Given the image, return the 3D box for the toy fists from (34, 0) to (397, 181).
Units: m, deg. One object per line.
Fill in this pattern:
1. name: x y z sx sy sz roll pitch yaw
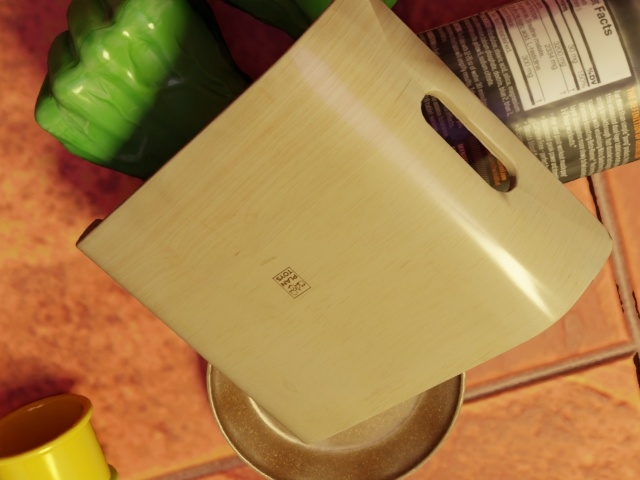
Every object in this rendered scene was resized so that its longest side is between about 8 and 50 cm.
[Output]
1. toy fists: -0.070 -0.157 0.762 0.279 0.096 0.142 -39 144 11

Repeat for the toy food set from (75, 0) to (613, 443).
1. toy food set: 0.000 0.000 0.744 0.220 0.092 0.306 43 135 -12

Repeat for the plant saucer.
1. plant saucer: 0.012 0.103 0.892 0.199 0.036 0.198 0 106 0

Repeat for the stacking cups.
1. stacking cups: -0.167 0.279 0.920 0.096 0.096 0.316 -19 109 5

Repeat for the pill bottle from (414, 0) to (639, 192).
1. pill bottle: 0.154 -0.102 0.782 0.246 0.130 0.130 -17 106 5
